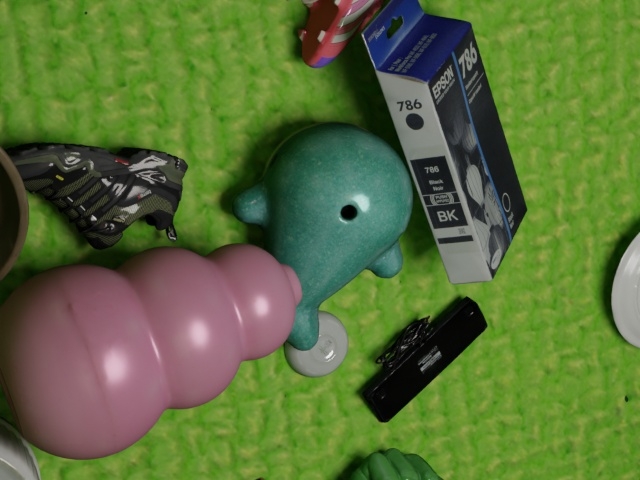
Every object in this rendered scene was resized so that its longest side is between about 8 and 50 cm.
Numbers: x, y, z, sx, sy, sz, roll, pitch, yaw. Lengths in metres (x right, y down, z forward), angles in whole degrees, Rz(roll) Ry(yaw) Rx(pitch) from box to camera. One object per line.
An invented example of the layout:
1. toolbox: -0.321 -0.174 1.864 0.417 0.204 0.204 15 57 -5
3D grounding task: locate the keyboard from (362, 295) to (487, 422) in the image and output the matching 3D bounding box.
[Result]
1. keyboard: 0.125 0.137 1.617 0.192 0.038 0.100 -42 136 -14

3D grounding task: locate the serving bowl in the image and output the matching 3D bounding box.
1. serving bowl: 0.000 0.128 1.554 0.083 0.027 0.083 -4 99 -25

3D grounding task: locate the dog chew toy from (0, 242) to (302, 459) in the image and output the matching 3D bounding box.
1. dog chew toy: -0.177 0.100 1.367 0.332 0.206 0.206 -20 106 -18

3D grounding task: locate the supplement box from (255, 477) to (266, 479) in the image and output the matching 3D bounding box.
1. supplement box: -0.066 0.337 1.543 0.043 0.055 0.083 -25 107 -17

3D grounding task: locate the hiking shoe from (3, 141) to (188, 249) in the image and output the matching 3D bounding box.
1. hiking shoe: -0.252 -0.046 1.379 0.227 0.086 0.114 2 94 -25

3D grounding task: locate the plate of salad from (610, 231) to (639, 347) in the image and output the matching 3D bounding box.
1. plate of salad: 0.469 0.052 1.744 0.200 0.048 0.200 -10 112 -26

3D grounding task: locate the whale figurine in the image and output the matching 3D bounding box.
1. whale figurine: 0.000 0.000 1.465 0.216 0.141 0.272 24 97 -14

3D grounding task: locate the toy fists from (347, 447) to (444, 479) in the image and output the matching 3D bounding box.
1. toy fists: 0.139 0.369 1.619 0.279 0.096 0.142 38 81 -23

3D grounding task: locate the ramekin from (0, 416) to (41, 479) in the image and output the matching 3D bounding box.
1. ramekin: -0.393 0.285 1.356 0.207 0.109 0.207 -4 100 -23

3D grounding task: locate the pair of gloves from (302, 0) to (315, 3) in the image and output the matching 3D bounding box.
1. pair of gloves: 0.027 -0.352 1.360 0.240 0.042 0.204 -7 122 -1

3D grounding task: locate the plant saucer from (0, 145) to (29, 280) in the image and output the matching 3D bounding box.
1. plant saucer: -0.431 -0.032 1.266 0.278 0.041 0.278 -8 129 -10

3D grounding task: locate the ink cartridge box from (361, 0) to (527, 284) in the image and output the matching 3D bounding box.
1. ink cartridge box: 0.153 -0.130 1.498 0.165 0.065 0.332 -55 130 -48

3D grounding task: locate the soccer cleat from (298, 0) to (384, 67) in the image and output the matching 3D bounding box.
1. soccer cleat: 0.059 -0.303 1.486 0.095 0.083 0.248 27 84 -30
